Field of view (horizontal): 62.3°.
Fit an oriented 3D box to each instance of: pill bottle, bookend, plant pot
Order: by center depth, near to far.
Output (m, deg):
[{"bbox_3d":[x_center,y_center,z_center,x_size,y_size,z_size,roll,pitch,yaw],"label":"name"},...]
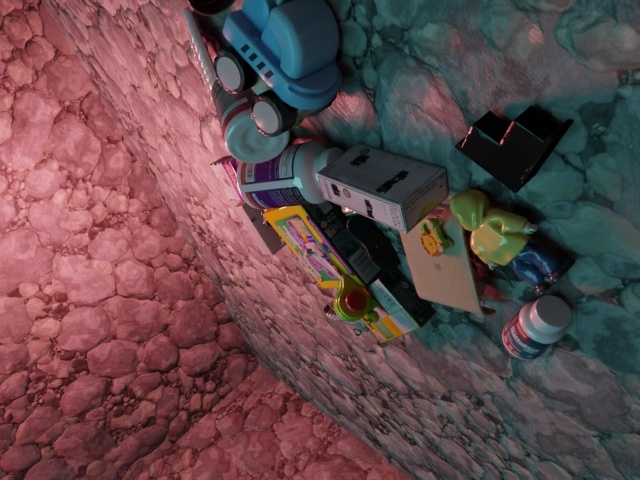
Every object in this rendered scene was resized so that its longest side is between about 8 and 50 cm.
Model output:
[{"bbox_3d":[0.357,-0.199,1.002,0.157,0.072,0.156,42,153,19],"label":"bookend"},{"bbox_3d":[0.514,0.205,1.258,0.108,0.108,0.180,41,153,20],"label":"pill bottle"},{"bbox_3d":[-0.310,-0.697,1.355,0.165,0.167,0.167,50,157,23],"label":"plant pot"},{"bbox_3d":[-0.206,-0.381,1.471,0.176,0.176,0.319,89,164,-53],"label":"pill bottle"},{"bbox_3d":[-0.080,-0.192,1.565,0.322,0.181,0.181,-2,126,35],"label":"pill bottle"}]

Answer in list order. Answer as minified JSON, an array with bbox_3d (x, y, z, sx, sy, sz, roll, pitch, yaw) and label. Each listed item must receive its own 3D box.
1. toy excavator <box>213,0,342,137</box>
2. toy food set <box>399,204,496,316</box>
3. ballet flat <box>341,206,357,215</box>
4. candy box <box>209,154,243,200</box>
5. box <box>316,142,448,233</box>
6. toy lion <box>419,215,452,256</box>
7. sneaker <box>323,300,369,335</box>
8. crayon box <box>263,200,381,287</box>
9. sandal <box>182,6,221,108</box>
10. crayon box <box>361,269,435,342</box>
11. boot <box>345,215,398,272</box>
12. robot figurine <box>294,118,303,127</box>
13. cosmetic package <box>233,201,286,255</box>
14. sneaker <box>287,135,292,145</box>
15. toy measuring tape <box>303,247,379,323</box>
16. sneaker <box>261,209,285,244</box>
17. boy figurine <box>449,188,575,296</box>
[{"bbox_3d":[-0.086,-0.530,1.188,0.433,0.222,0.445,49,142,5],"label":"toy excavator"},{"bbox_3d":[0.335,0.047,1.387,0.219,0.092,0.306,12,127,54],"label":"toy food set"},{"bbox_3d":[0.135,-0.110,1.505,0.248,0.086,0.086,5,130,60],"label":"ballet flat"},{"bbox_3d":[-0.303,-0.228,1.921,0.233,0.071,0.159,10,131,60],"label":"candy box"},{"bbox_3d":[0.151,-0.139,1.322,0.290,0.169,0.087,25,145,42],"label":"box"},{"bbox_3d":[0.275,-0.007,1.304,0.100,0.034,0.096,65,159,-6],"label":"toy lion"},{"bbox_3d":[0.111,0.328,2.143,0.228,0.086,0.132,12,137,53],"label":"sneaker"},{"bbox_3d":[0.000,0.000,1.826,0.363,0.106,0.313,52,157,-13],"label":"crayon box"},{"bbox_3d":[-0.318,-0.526,1.666,0.416,0.102,0.169,69,167,-8],"label":"sandal"},{"bbox_3d":[0.228,0.225,1.799,0.203,0.083,0.323,49,155,4],"label":"crayon box"},{"bbox_3d":[0.157,0.004,1.656,0.219,0.082,0.106,50,180,-14],"label":"boot"},{"bbox_3d":[-0.083,-0.374,1.509,0.101,0.067,0.115,42,155,31],"label":"robot figurine"},{"bbox_3d":[-0.223,-0.069,2.105,0.238,0.127,0.107,56,156,-17],"label":"cosmetic package"},{"bbox_3d":[-0.173,-0.324,1.735,0.261,0.104,0.125,19,168,40],"label":"sneaker"},{"bbox_3d":[0.053,0.168,1.728,0.330,0.121,0.121,40,155,0],"label":"toy measuring tape"},{"bbox_3d":[-0.179,-0.113,1.978,0.281,0.115,0.105,50,155,2],"label":"sneaker"},{"bbox_3d":[0.403,-0.001,1.174,0.285,0.092,0.177,43,148,19],"label":"boy figurine"}]
